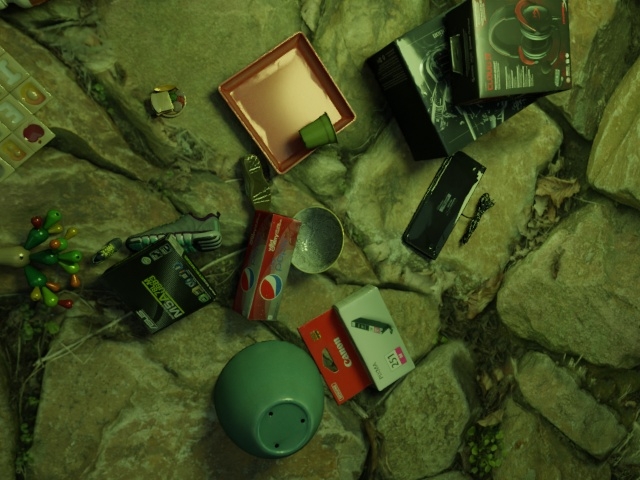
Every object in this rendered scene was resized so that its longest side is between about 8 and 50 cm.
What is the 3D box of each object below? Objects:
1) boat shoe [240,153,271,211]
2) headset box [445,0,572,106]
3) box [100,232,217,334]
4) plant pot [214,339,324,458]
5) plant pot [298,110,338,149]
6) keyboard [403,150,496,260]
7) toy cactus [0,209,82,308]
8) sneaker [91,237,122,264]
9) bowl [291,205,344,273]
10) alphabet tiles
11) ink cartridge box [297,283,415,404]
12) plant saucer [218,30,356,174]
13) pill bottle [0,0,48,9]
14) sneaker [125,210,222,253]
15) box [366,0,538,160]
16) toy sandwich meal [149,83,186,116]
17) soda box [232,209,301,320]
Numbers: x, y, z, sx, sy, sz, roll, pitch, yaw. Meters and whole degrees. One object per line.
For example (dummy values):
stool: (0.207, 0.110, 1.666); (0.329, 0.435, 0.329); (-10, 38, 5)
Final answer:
boat shoe: (-0.166, -0.141, 1.123); (0.056, 0.048, 0.153); (-25, 109, -25)
headset box: (0.428, -0.441, 1.045); (0.293, 0.110, 0.218); (-10, 99, -16)
box: (-0.371, 0.104, 1.039); (0.184, 0.045, 0.191); (-29, 113, 6)
plant pot: (-0.111, 0.418, 1.111); (0.290, 0.195, 0.290); (-2, 95, -17)
plant pot: (-0.008, -0.261, 1.092); (0.079, 0.083, 0.083); (-24, 102, -1)
keyboard: (0.388, -0.089, 1.297); (0.201, 0.033, 0.317); (31, 87, -11)
toy cactus: (-0.624, 0.043, 0.978); (0.180, 0.112, 0.219); (2, 104, -7)
sneaker: (-0.497, 0.028, 1.039); (0.083, 0.035, 0.031); (-47, 107, -8)
bowl: (0.000, 0.000, 1.148); (0.080, 0.170, 0.170); (6, 95, -62)
alphabet tiles: (-0.742, -0.287, 0.894); (0.285, 0.011, 0.342); (-43, 122, -6)
ink cartridge box: (0.103, 0.297, 1.235); (0.239, 0.060, 0.275); (-29, 103, -13)
plant saucer: (-0.080, -0.341, 1.123); (0.259, 0.048, 0.258); (-38, 105, -9)
pill bottle: (-0.587, -0.554, 0.910); (0.216, 0.121, 0.121); (-29, 103, -12)
sneaker: (-0.349, -0.018, 1.074); (0.223, 0.083, 0.098); (-4, 57, -4)
box: (0.357, -0.431, 1.177); (0.343, 0.179, 0.312); (-33, 105, -11)
toy sandwich meal: (-0.359, -0.330, 1.048); (0.085, 0.029, 0.086); (-2, 96, -17)
soda box: (-0.135, 0.062, 1.111); (0.092, 0.083, 0.263); (13, 92, -41)
